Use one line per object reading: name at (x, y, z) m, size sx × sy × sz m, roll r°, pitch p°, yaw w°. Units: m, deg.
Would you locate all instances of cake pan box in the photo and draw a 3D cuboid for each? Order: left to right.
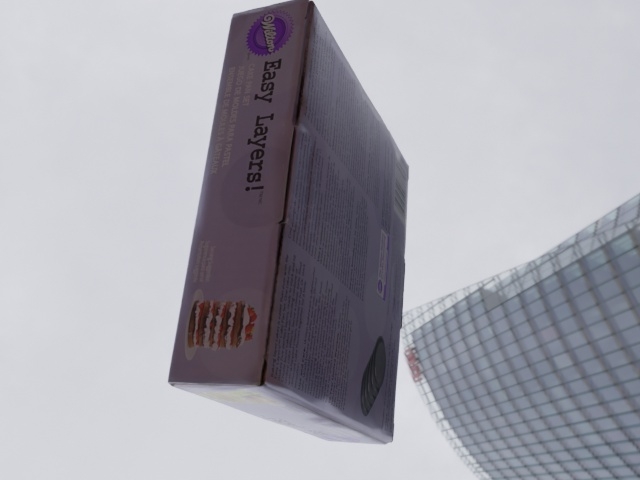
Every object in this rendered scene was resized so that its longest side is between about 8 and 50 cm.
cake pan box at (0.000, 0.000, 0.535) m, size 0.070 × 0.246 × 0.266 m, roll -2°, pitch -110°, yaw 21°
